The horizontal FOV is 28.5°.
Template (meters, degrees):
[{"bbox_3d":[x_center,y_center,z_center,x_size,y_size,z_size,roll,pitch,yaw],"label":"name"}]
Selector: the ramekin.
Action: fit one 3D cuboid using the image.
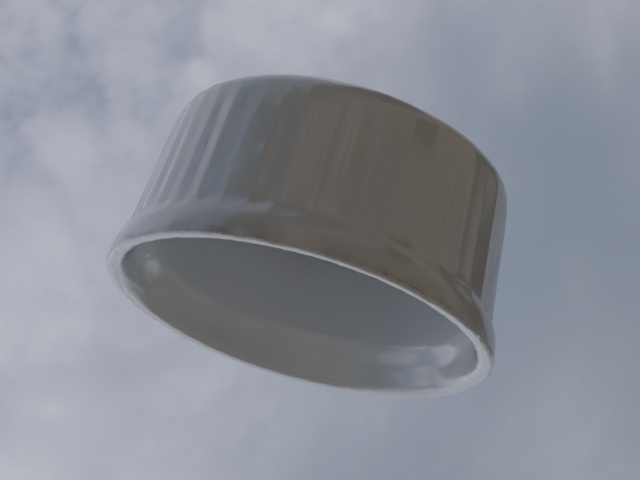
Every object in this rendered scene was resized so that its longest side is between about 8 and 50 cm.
[{"bbox_3d":[0.000,0.000,0.896,0.277,0.277,0.135,28,-116,-26],"label":"ramekin"}]
